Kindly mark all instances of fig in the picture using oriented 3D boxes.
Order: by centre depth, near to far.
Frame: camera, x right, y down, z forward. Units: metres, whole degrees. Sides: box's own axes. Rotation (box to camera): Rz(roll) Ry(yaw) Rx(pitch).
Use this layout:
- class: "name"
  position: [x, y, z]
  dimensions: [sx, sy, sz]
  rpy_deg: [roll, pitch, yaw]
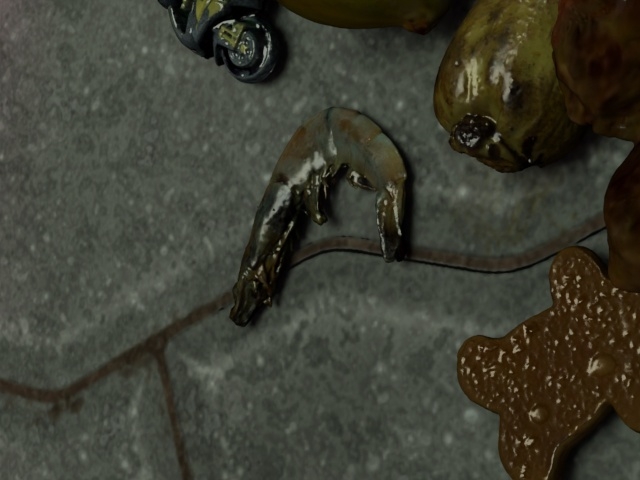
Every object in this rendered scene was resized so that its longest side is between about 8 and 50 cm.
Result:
- class: "fig"
  position: [0.025, -0.212, 1.296]
  dimensions: [0.153, 0.136, 0.120]
  rpy_deg: [11, 108, 30]

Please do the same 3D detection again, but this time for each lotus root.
- class: "lotus root"
  position: [0.148, -0.136, 1.206]
  dimensions: [0.108, 0.094, 0.190]
  rpy_deg: [25, 91, 10]

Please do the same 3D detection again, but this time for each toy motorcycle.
- class: "toy motorcycle"
  position: [-0.083, -0.220, 1.451]
  dimensions: [0.124, 0.061, 0.193]
  rpy_deg: [-1, 91, 36]

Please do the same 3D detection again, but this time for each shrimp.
- class: "shrimp"
  position: [0.002, 0.001, 1.358]
  dimensions: [0.148, 0.035, 0.195]
  rpy_deg: [35, 106, 38]

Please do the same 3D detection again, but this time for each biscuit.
- class: "biscuit"
  position: [0.183, 0.070, 1.174]
  dimensions: [0.205, 0.031, 0.138]
  rpy_deg: [-45, 56, 29]

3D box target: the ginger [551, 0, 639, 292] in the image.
- class: "ginger"
  position: [0.298, -0.147, 1.005]
  dimensions: [0.418, 0.176, 0.254]
  rpy_deg: [-30, 68, 42]
